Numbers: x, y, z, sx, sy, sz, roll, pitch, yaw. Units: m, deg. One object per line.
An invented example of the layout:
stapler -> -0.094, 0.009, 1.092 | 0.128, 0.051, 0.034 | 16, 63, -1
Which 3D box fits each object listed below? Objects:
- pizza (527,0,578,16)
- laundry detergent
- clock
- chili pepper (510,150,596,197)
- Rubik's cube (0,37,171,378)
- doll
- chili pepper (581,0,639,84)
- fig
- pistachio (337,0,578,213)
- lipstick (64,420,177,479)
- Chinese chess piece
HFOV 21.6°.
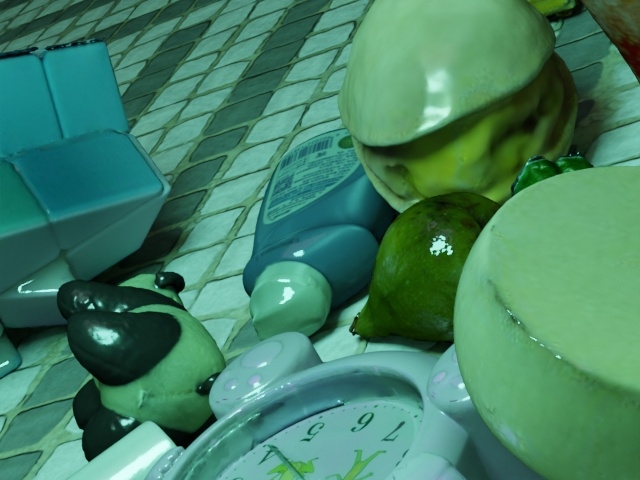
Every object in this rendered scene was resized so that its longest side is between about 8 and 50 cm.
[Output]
pizza -> 0.267, -0.297, 1.981 | 0.134, 0.046, 0.175 | -32, 23, -8
laundry detergent -> 0.000, 0.000, 1.611 | 0.143, 0.094, 0.290 | -13, 30, 20
clock -> -0.005, 0.193, 1.169 | 0.295, 0.113, 0.322 | -5, 33, 43
chili pepper -> 0.236, -0.004, 1.393 | 0.088, 0.059, 0.227 | -5, 27, -12
Rubik's cube -> -0.369, -0.046, 1.820 | 0.387, 0.358, 0.368 | -15, -29, -42
doll -> -0.165, 0.108, 1.513 | 0.135, 0.143, 0.234 | -8, 17, -15
chili pepper -> 0.360, -0.240, 1.495 | 0.229, 0.305, 0.251 | 12, 57, 46
fig -> 0.081, 0.028, 1.409 | 0.185, 0.126, 0.133 | -12, 41, 26
pistachio -> 0.123, -0.140, 1.585 | 0.230, 0.230, 0.309 | -21, 31, 16
lipstick -> -0.240, 0.270, 1.301 | 0.327, 0.087, 0.087 | -36, 24, -17
Chinese chess piece -> 0.219, 0.059, 1.076 | 0.273, 0.102, 0.273 | 3, 36, -2
